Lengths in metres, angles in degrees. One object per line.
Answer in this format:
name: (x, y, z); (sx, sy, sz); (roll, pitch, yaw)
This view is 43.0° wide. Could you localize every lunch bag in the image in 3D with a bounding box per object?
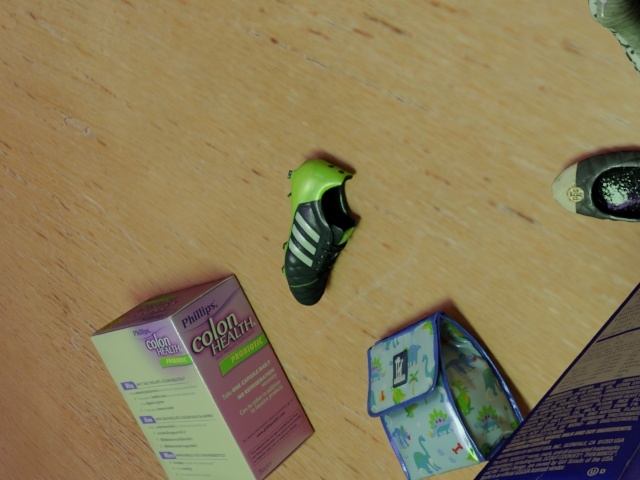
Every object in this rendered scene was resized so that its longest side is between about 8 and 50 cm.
lunch bag: (0.118, 0.160, 0.843); (0.129, 0.096, 0.151); (-37, 74, 51)

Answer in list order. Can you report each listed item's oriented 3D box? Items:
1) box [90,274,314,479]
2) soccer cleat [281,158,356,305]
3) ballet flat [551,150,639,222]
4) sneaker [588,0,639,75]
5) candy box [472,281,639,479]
box: (-0.162, 0.193, 1.097); (0.213, 0.117, 0.243); (-17, 104, 47)
soccer cleat: (0.000, 0.000, 0.872); (0.072, 0.060, 0.179); (21, 125, 31)
ballet flat: (0.256, -0.036, 0.618); (0.173, 0.049, 0.057); (7, 119, 40)
sneaker: (0.294, -0.050, 0.462); (0.410, 0.182, 0.158); (41, 140, 4)
candy box: (0.271, 0.180, 0.541); (0.122, 0.317, 0.268); (-23, 97, 49)
